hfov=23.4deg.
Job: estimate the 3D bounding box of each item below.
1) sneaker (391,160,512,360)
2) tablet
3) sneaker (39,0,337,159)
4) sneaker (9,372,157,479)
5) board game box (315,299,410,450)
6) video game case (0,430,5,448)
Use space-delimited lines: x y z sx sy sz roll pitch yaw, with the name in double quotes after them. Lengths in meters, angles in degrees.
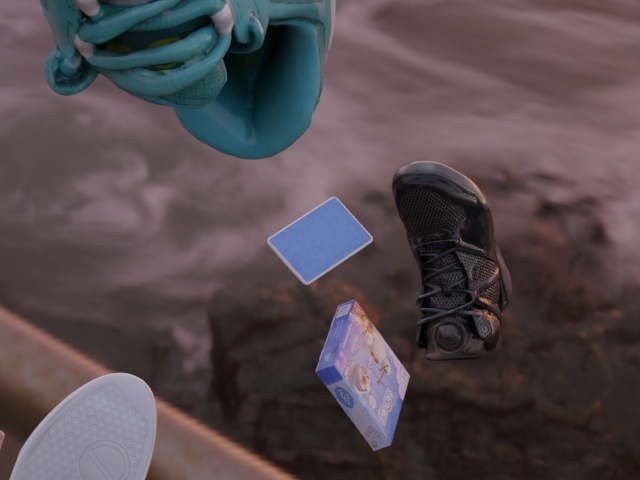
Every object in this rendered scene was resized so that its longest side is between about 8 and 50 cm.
0.126 0.031 1.494 0.087 0.227 0.130 -6 45 20 "sneaker"
0.000 0.000 1.325 0.083 0.006 0.054 -34 74 -31 "tablet"
-0.043 -0.092 0.400 0.107 0.109 0.275 -5 -11 15 "sneaker"
-0.233 0.255 1.326 0.105 0.147 0.295 25 69 -4 "sneaker"
0.036 0.109 1.260 0.020 0.090 0.090 -22 26 27 "board game box"
-0.462 0.255 1.705 0.196 0.026 0.274 33 26 -17 "video game case"
